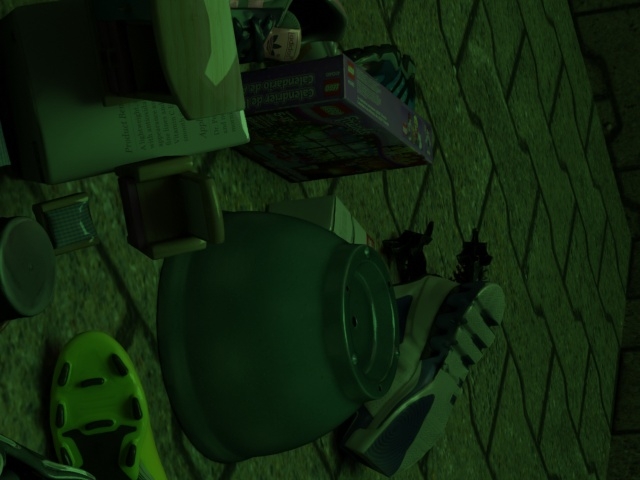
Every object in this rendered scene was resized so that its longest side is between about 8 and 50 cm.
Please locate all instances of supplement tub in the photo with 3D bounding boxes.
[{"bbox_3d":[-0.287,0.028,1.000,0.106,0.197,0.106,-6,90,-68],"label":"supplement tub"}]

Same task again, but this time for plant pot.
[{"bbox_3d":[-0.028,0.100,1.597,0.293,0.196,0.293,-7,90,-67],"label":"plant pot"}]

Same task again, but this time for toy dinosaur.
[{"bbox_3d":[0.179,0.097,2.210,0.322,0.164,0.218,-90,179,-65],"label":"toy dinosaur"}]

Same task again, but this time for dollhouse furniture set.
[{"bbox_3d":[-0.233,-0.093,1.038,0.303,0.198,0.286,-14,104,-23],"label":"dollhouse furniture set"}]

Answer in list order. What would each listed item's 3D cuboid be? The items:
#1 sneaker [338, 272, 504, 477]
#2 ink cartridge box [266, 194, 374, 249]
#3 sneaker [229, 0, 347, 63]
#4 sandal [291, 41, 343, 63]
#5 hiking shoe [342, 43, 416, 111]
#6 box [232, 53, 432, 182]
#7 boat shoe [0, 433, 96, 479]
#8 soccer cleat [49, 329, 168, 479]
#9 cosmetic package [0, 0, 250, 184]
[{"bbox_3d":[0.109,0.170,1.998,0.315,0.182,0.127,-54,139,-16],"label":"sneaker"},{"bbox_3d":[0.000,0.000,1.812,0.135,0.099,0.056,50,40,-54],"label":"ink cartridge box"},{"bbox_3d":[-0.094,-0.234,1.518,0.319,0.131,0.112,-31,147,-44],"label":"sneaker"},{"bbox_3d":[-0.035,-0.294,1.865,0.265,0.076,0.102,65,6,10],"label":"sandal"},{"bbox_3d":[0.080,-0.207,2.040,0.304,0.113,0.132,-4,87,-67],"label":"hiking shoe"},{"bbox_3d":[-0.006,-0.140,1.709,0.293,0.200,0.057,26,60,-63],"label":"box"},{"bbox_3d":[-0.272,0.185,1.118,0.319,0.099,0.116,47,42,-55],"label":"boat shoe"},{"bbox_3d":[-0.192,0.220,1.350,0.121,0.093,0.289,-135,-152,-77],"label":"soccer cleat"},{"bbox_3d":[-0.181,-0.141,1.258,0.151,0.183,0.151,-170,-111,-70],"label":"cosmetic package"}]
